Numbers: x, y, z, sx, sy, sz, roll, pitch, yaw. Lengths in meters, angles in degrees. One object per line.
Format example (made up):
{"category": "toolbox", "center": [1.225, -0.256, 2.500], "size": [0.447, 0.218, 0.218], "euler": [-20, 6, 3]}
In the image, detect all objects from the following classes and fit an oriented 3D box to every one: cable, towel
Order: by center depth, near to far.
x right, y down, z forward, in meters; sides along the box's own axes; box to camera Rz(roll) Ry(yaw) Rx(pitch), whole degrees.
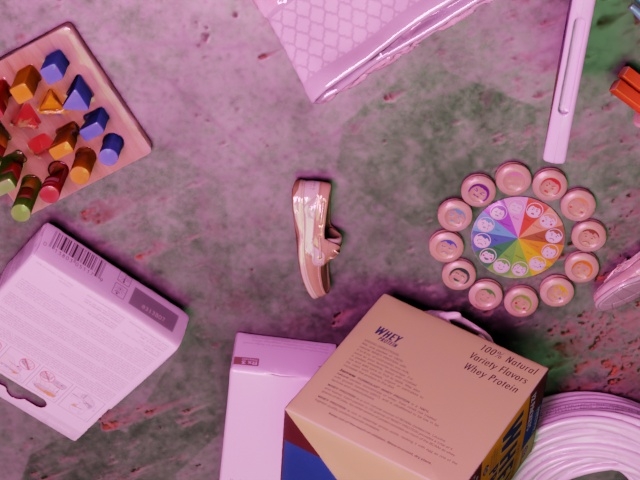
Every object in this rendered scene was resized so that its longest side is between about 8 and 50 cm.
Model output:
{"category": "towel", "center": [0.050, -0.332, 1.657], "size": [0.332, 0.053, 0.317], "euler": [-32, 80, 19]}
{"category": "cable", "center": [0.300, 0.285, 2.057], "size": [0.257, 0.089, 0.257], "euler": [10, 119, -2]}

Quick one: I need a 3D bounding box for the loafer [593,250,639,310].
{"category": "loafer", "center": [0.338, 0.028, 1.944], "size": [0.125, 0.039, 0.045], "euler": [-34, 145, 23]}

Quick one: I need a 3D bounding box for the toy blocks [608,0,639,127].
{"category": "toy blocks", "center": [0.337, -0.169, 1.818], "size": [0.148, 0.054, 0.123], "euler": [37, 114, -17]}

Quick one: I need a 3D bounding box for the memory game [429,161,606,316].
{"category": "memory game", "center": [0.208, 0.001, 1.944], "size": [0.186, 0.012, 0.186], "euler": [1, 119, 3]}

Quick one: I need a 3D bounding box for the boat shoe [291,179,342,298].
{"category": "boat shoe", "center": [0.000, 0.000, 1.932], "size": [0.045, 0.050, 0.135], "euler": [-3, 119, 11]}

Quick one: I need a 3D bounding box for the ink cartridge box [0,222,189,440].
{"category": "ink cartridge box", "center": [-0.281, 0.104, 2.017], "size": [0.189, 0.066, 0.232], "euler": [34, 137, -16]}

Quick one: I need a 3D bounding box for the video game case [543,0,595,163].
{"category": "video game case", "center": [0.239, -0.201, 1.714], "size": [0.023, 0.212, 0.193], "euler": [10, 120, 6]}

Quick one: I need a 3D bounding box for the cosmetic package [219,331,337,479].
{"category": "cosmetic package", "center": [-0.050, 0.221, 2.042], "size": [0.117, 0.085, 0.231], "euler": [8, 118, -2]}

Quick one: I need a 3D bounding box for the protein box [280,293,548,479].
{"category": "protein box", "center": [0.095, 0.196, 1.903], "size": [0.200, 0.201, 0.136], "euler": [24, 136, 20]}

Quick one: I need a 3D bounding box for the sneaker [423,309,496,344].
{"category": "sneaker", "center": [0.170, 0.127, 1.981], "size": [0.152, 0.053, 0.061], "euler": [38, 156, -19]}

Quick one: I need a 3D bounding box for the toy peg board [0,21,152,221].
{"category": "toy peg board", "center": [-0.282, -0.107, 1.870], "size": [0.161, 0.079, 0.161], "euler": [-25, 116, 16]}
